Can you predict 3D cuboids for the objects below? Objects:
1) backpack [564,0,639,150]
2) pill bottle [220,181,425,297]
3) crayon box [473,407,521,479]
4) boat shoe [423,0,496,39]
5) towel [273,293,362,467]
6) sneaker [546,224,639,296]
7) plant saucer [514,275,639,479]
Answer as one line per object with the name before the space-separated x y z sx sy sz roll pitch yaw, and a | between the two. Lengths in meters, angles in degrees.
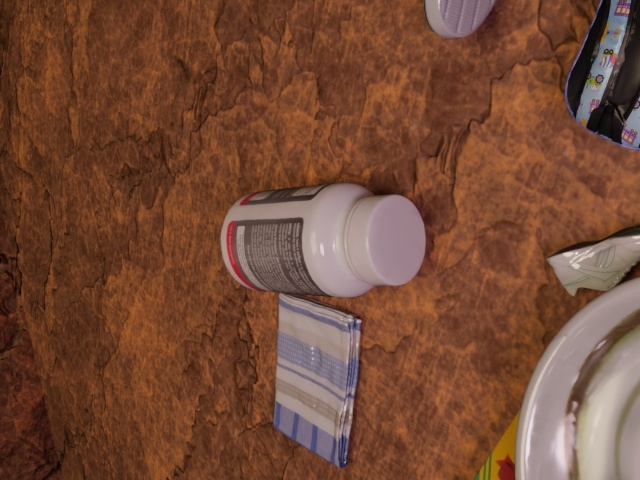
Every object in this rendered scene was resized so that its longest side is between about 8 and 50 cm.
backpack | 0.351 -0.183 0.660 0.158 0.117 0.173 38 120 37
pill bottle | 0.000 0.000 1.006 0.318 0.176 0.176 0 94 47
crayon box | 0.311 0.310 0.784 0.202 0.081 0.318 42 122 36
boat shoe | 0.176 -0.426 0.836 0.119 0.121 0.335 10 91 53
towel | -0.016 0.245 1.155 0.209 0.034 0.285 16 106 45
sneaker | 0.344 0.022 0.745 0.152 0.053 0.061 -27 84 51
plant saucer | 0.359 0.226 0.573 0.400 0.100 0.400 -28 57 55
